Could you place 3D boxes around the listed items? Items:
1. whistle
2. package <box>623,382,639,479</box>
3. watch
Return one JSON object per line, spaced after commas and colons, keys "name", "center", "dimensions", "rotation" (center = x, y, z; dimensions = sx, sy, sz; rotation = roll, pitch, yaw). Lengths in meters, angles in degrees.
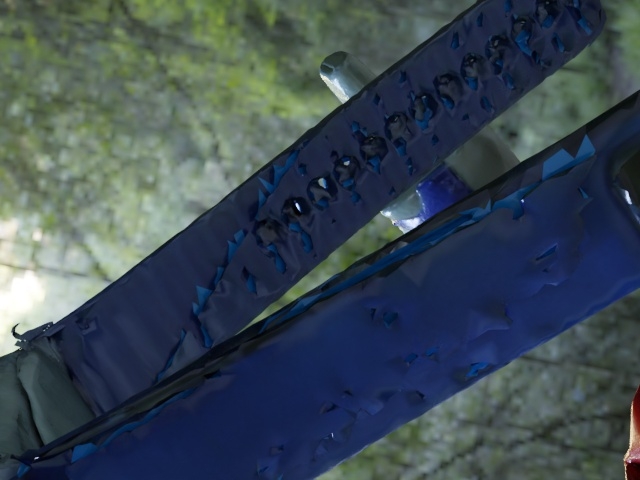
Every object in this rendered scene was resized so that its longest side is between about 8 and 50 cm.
{"name": "whistle", "center": [0.087, -0.035, 1.064], "dimensions": [0.092, 0.244, 0.110], "rotation": [-49, 26, 0]}
{"name": "package", "center": [0.316, 0.025, 0.980], "dimensions": [0.123, 0.196, 0.424], "rotation": [116, 172, -81]}
{"name": "watch", "center": [-0.005, 0.000, 0.539], "dimensions": [0.274, 0.068, 0.276], "rotation": [-35, 13, 10]}
